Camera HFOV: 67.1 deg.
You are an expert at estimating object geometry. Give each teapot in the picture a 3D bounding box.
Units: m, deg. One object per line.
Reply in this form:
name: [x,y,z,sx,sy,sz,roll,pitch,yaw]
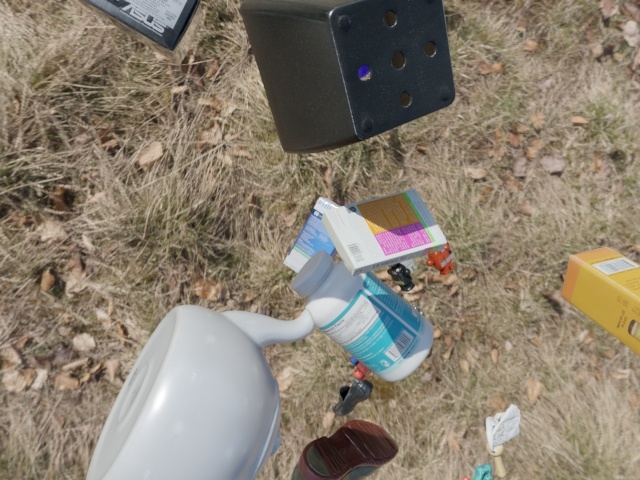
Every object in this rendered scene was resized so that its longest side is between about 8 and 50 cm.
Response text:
teapot: [-0.134,0.215,0.561,0.187,0.252,0.256,30,121,-20]

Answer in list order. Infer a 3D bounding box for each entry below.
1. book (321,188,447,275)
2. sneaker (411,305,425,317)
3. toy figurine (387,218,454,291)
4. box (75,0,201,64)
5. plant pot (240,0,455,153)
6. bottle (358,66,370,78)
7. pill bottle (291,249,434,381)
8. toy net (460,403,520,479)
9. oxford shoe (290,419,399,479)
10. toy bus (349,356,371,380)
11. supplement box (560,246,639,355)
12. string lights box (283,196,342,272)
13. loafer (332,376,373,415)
book: [0.086,-0.013,0.649,0.144,0.096,0.035,-13,147,-23]
sneaker: [0.237,0.319,1.522,0.107,0.275,0.110,49,141,3]
toy figurine: [0.308,0.039,1.540,0.213,0.209,0.148,-27,103,23]
box: [-0.230,-0.258,0.459,0.231,0.183,0.056,27,98,-19]
plant pot: [0.044,-0.202,0.546,0.187,0.167,0.188,-24,118,-15]
bottle: [0.035,-0.563,1.321,0.092,0.283,0.118,-42,156,3]
pill bottle: [0.074,0.134,0.906,0.264,0.146,0.146,41,100,-11]
toy net: [0.275,0.387,0.838,0.122,0.045,0.232,26,84,-31]
oxford shoe: [0.052,0.514,1.122,0.348,0.123,0.130,11,116,-47]
toy bus: [0.165,0.283,1.297,0.211,0.149,0.220,-50,153,-6]
supplement box: [0.438,0.099,0.642,0.080,0.233,0.078,-10,121,-14]
string lights box: [0.000,0.000,1.616,0.133,0.077,0.259,34,103,17]
loafer: [0.094,0.511,1.592,0.078,0.076,0.223,36,133,1]
